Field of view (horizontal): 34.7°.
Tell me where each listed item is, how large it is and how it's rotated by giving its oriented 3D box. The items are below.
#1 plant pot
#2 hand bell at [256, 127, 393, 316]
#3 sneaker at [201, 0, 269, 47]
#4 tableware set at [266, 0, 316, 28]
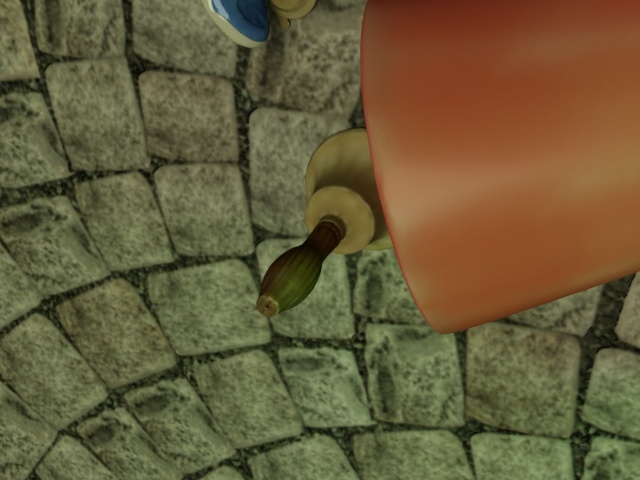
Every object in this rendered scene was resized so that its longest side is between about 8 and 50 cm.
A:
[{"bbox_3d":[0.184,-0.083,0.772,0.243,0.275,0.275,-11,109,18],"label":"plant pot"},{"bbox_3d":[0.000,0.000,0.885,0.126,0.242,0.126,10,118,19],"label":"hand bell"},{"bbox_3d":[-0.067,-0.247,0.881,0.085,0.058,0.152,-19,97,40],"label":"sneaker"},{"bbox_3d":[-0.022,-0.275,0.895,0.169,0.020,0.141,-26,100,32],"label":"tableware set"}]
